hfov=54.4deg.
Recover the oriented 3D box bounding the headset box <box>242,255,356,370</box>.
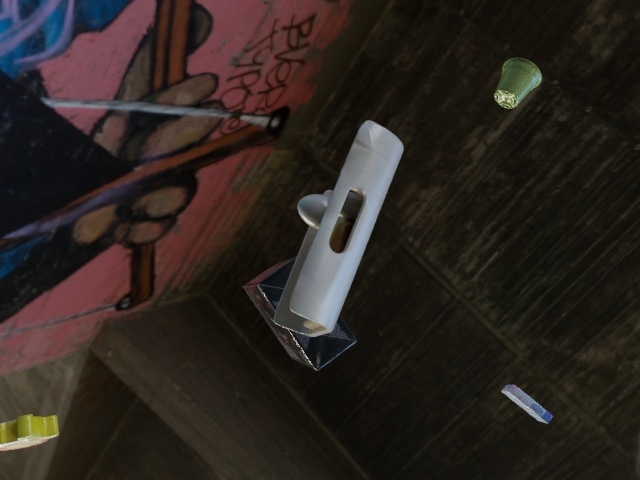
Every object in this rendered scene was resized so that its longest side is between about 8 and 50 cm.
[{"bbox_3d":[-0.059,0.158,1.387,0.218,0.110,0.293,56,-14,-4],"label":"headset box"}]

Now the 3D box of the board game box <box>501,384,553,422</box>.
[{"bbox_3d":[0.399,0.315,1.207,0.090,0.090,0.020,38,-96,14],"label":"board game box"}]

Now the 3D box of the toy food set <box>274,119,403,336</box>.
[{"bbox_3d":[0.000,0.000,0.781,0.093,0.306,0.219,22,-102,-2],"label":"toy food set"}]

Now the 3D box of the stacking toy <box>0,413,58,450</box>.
[{"bbox_3d":[-0.237,0.193,0.386,0.052,0.221,0.166,-17,-110,7],"label":"stacking toy"}]

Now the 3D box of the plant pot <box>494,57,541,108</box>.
[{"bbox_3d":[0.395,-0.315,1.274,0.083,0.083,0.079,24,-113,27],"label":"plant pot"}]
